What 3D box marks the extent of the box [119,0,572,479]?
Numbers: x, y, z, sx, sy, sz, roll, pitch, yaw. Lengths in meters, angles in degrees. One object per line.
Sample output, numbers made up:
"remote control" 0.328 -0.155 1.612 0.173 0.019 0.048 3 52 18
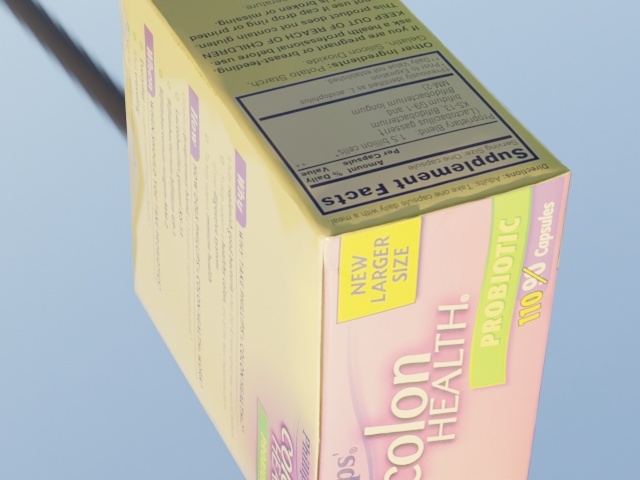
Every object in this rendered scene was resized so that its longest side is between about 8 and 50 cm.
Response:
"box" 0.000 0.000 0.829 0.117 0.213 0.243 -15 -139 -20
